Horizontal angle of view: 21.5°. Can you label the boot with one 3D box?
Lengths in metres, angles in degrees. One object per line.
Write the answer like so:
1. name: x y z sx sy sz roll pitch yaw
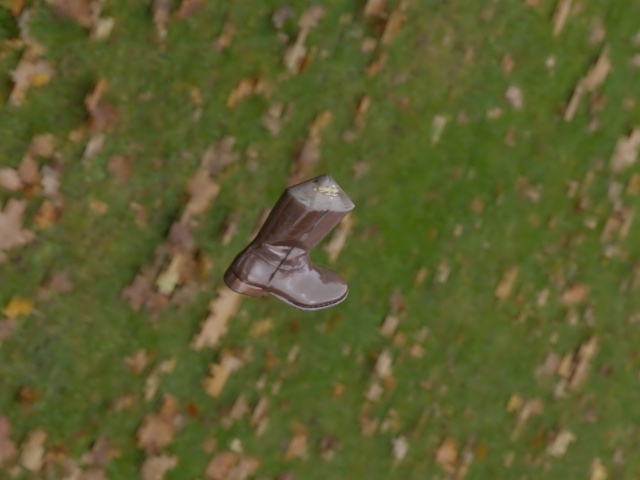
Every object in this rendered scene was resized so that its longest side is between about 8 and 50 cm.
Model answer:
1. boot: 0.000 0.000 1.182 0.106 0.037 0.114 5 138 -35
